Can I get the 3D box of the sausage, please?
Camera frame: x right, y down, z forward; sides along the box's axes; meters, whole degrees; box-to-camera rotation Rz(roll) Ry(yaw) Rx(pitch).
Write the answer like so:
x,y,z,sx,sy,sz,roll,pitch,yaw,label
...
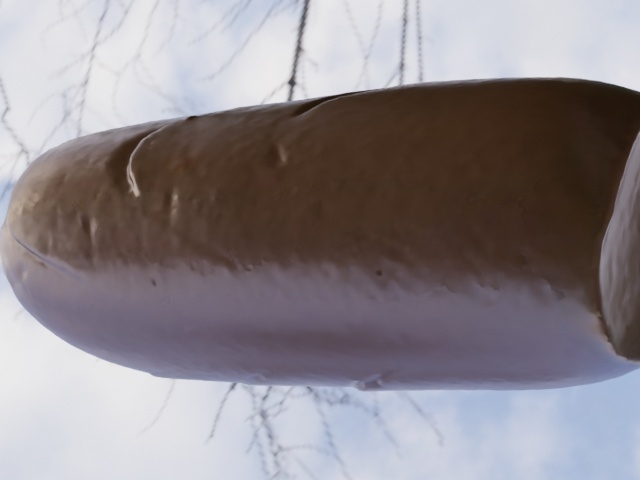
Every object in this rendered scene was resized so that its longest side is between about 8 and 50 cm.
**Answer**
x,y,z,sx,sy,sz,roll,pitch,yaw,label
-0.001,0.000,0.586,0.121,0.304,0.121,3,-94,-54,sausage
